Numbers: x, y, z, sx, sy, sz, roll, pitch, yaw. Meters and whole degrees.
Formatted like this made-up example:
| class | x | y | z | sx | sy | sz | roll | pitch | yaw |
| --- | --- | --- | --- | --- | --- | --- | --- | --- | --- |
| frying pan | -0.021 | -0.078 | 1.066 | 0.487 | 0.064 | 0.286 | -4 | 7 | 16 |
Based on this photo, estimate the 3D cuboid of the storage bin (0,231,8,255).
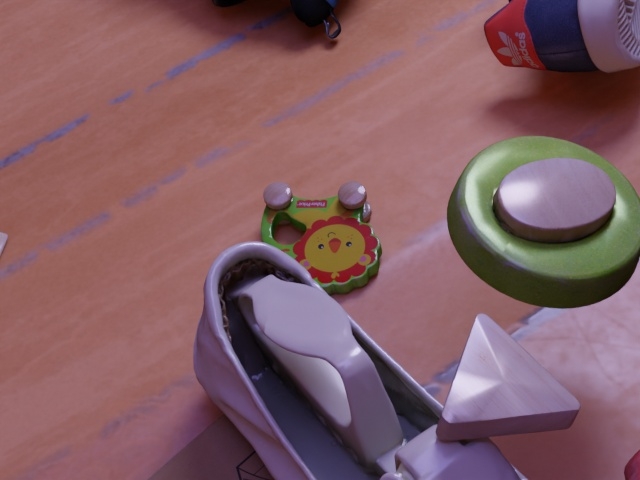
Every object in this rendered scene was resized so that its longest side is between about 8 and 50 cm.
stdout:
| class | x | y | z | sx | sy | sz | roll | pitch | yaw |
| --- | --- | --- | --- | --- | --- | --- | --- | --- | --- |
| storage bin | -0.420 | 0.045 | 1.060 | 0.262 | 0.123 | 0.260 | 2 | 49 | 12 |

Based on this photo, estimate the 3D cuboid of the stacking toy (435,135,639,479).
| class | x | y | z | sx | sy | sz | roll | pitch | yaw |
| --- | --- | --- | --- | --- | --- | --- | --- | --- | --- |
| stacking toy | 0.220 | 0.014 | 0.816 | 0.280 | 0.130 | 0.309 | 12 | 50 | 0 |

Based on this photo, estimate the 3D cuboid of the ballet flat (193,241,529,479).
| class | x | y | z | sx | sy | sz | roll | pitch | yaw |
| --- | --- | --- | --- | --- | --- | --- | --- | --- | --- |
| ballet flat | 0.040 | 0.137 | 0.858 | 0.139 | 0.139 | 0.400 | -34 | 52 | -18 |

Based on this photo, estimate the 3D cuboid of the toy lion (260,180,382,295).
| class | x | y | z | sx | sy | sz | roll | pitch | yaw |
| --- | --- | --- | --- | --- | --- | --- | --- | --- | --- |
| toy lion | 0.000 | 0.000 | 1.084 | 0.100 | 0.034 | 0.096 | 1 | 57 | 12 |

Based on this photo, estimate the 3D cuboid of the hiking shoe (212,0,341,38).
| class | x | y | z | sx | sy | sz | roll | pitch | yaw |
| --- | --- | --- | --- | --- | --- | --- | --- | --- | --- |
| hiking shoe | -0.101 | -0.296 | 1.294 | 0.304 | 0.113 | 0.132 | 21 | 91 | 26 |

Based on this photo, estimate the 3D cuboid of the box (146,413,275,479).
| class | x | y | z | sx | sy | sz | roll | pitch | yaw |
| --- | --- | --- | --- | --- | --- | --- | --- | --- | --- |
| box | -0.005 | 0.182 | 0.929 | 0.164 | 0.021 | 0.201 | -40 | 53 | -23 |

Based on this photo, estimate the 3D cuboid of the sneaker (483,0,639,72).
| class | x | y | z | sx | sy | sz | roll | pitch | yaw |
| --- | --- | --- | --- | --- | --- | --- | --- | --- | --- |
| sneaker | 0.244 | -0.272 | 1.218 | 0.148 | 0.131 | 0.350 | -4 | 36 | 34 |
